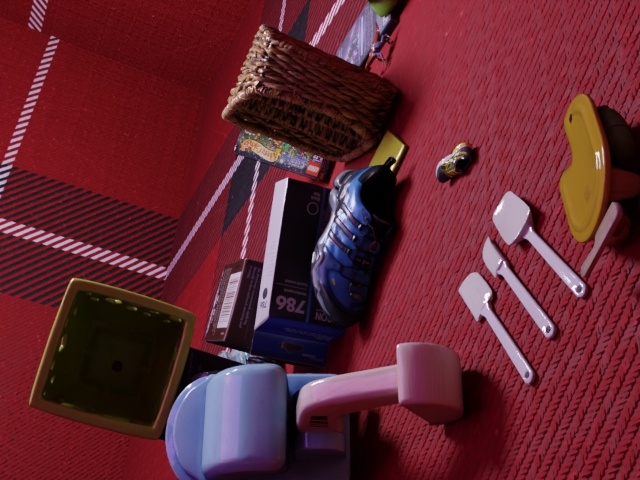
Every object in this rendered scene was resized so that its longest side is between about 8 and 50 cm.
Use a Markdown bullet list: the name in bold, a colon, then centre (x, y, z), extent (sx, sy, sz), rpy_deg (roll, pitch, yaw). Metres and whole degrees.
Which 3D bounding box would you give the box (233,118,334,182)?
- **box**: centre (-0.074, -0.247, 1.906), extent (0.044, 0.233, 0.159), rpy_deg (16, -88, -70)

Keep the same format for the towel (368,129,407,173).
- **towel**: centre (0.101, -0.091, 1.560), extent (0.237, 0.021, 0.102), rpy_deg (-65, 25, 18)

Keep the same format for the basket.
- **basket**: centre (-0.022, -0.268, 1.634), extent (0.223, 0.299, 0.213), rpy_deg (-64, 21, 16)

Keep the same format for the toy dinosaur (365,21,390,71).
- **toy dinosaur**: centre (0.117, -0.407, 1.741), extent (0.082, 0.090, 0.047), rpy_deg (-41, 1, -5)

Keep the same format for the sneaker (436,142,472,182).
- **sneaker**: centre (0.207, -0.115, 1.252), extent (0.035, 0.031, 0.083), rpy_deg (-90, 26, -43)

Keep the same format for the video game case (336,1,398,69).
- **video game case**: centre (0.104, -0.476, 1.901), extent (0.274, 0.026, 0.196), rpy_deg (127, 154, -46)

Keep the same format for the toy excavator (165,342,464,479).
- **toy excavator**: centre (-0.028, 0.267, 1.184), extent (0.445, 0.432, 0.223), rpy_deg (86, -176, -65)

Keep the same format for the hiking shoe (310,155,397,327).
- **hiking shoe**: centre (0.064, 0.000, 1.432), extent (0.132, 0.113, 0.304), rpy_deg (-22, 58, 54)

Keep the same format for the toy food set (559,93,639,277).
- **toy food set**: centre (0.312, -0.064, 0.864), extent (0.128, 0.071, 0.218), rpy_deg (93, -179, -47)

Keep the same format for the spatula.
- **spatula**: centre (0.244, 0.053, 1.007), extent (0.168, 0.019, 0.242), rpy_deg (-64, 20, 20)

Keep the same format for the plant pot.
- **plant pot**: centre (-0.364, 0.213, 1.433), extent (0.207, 0.227, 0.228), rpy_deg (144, 143, -72)

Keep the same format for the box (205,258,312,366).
- **box**: centre (-0.101, 0.148, 1.614), extent (0.167, 0.203, 0.169), rpy_deg (161, 126, -68)

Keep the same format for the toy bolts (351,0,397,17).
- **toy bolts**: centre (0.124, -0.643, 1.746), extent (0.218, 0.158, 0.229), rpy_deg (-42, 33, 41)

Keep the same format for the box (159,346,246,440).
- **box**: centre (-0.164, 0.323, 1.520), extent (0.165, 0.270, 0.144), rpy_deg (-44, 30, 55)

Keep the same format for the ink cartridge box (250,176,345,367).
- **ink cartridge box**: centre (-0.024, 0.062, 1.506), extent (0.065, 0.165, 0.333), rpy_deg (-13, 68, 61)

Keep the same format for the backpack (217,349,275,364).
- **backpack**: centre (-0.165, 0.307, 1.752), extent (0.188, 0.144, 0.166), rpy_deg (-93, 22, -54)
